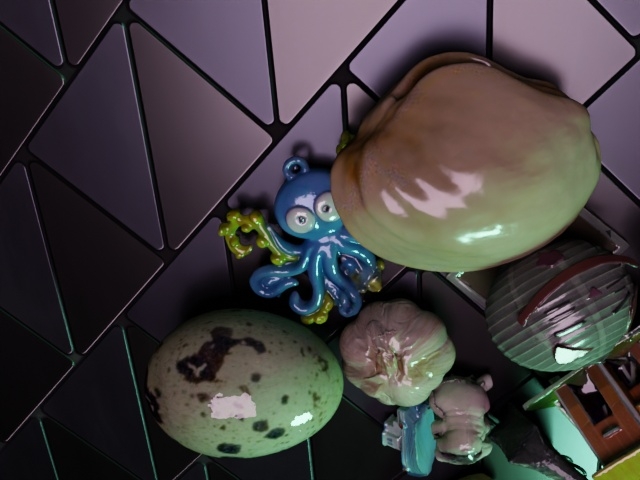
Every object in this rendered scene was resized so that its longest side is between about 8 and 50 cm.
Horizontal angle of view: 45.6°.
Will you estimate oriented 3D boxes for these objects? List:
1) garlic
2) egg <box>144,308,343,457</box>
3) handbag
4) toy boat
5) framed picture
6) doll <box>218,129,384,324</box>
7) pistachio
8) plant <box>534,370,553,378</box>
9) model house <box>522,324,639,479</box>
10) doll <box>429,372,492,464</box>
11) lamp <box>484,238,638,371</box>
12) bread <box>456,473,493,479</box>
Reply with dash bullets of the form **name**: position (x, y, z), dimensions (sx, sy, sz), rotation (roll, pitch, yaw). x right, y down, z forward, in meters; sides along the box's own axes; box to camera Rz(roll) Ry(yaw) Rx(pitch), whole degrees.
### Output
- **garlic**: position (0.143, 0.220, 1.475), dimensions (0.228, 0.152, 0.228), rotation (4, 112, 11)
- **egg**: position (-0.147, 0.276, 1.471), dimensions (0.379, 0.287, 0.287), rotation (8, 117, -6)
- **handbag**: position (0.437, 0.419, 1.500), dimensions (0.175, 0.270, 0.089), rotation (35, 91, -1)
- **toy boat**: position (0.187, 0.416, 1.622), dimensions (0.102, 0.088, 0.215), rotation (14, 124, 40)
- **framed picture**: position (0.404, 0.038, 1.434), dimensions (0.216, 0.016, 0.273), rotation (37, 115, -11)
- **doll**: position (0.000, 0.000, 1.412), dimensions (0.346, 0.099, 0.341), rotation (-21, 108, 10)
- **pistachio**: position (0.236, -0.121, 1.248), dimensions (0.445, 0.281, 0.365), rotation (-9, 113, -6)
- **plant**: position (0.458, 0.220, 1.499), dimensions (0.051, 0.051, 0.102), rotation (24, 106, -5)
- **model house**: position (0.628, 0.357, 1.424), dimensions (0.300, 0.340, 0.323), rotation (-41, 60, 22)
- **doll**: position (0.278, 0.350, 1.527), dimensions (0.149, 0.095, 0.192), rotation (-4, 71, 2)
- **lamp**: position (0.422, 0.115, 1.328), dimensions (0.265, 0.233, 0.233), rotation (-33, 109, -2)
- **bread**: position (0.300, 0.608, 1.659), dimensions (0.106, 0.140, 0.236), rotation (37, 115, -15)
